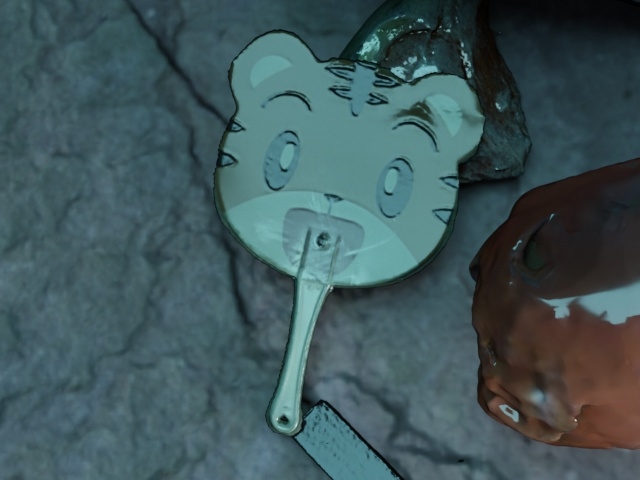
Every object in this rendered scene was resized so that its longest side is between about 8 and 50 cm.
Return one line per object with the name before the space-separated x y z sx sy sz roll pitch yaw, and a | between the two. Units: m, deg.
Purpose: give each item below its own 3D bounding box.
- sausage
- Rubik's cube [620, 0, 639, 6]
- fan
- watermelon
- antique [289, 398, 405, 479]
sausage | 0.209 0.021 0.619 0.279 0.152 0.152 -15 72 4
Rubik's cube | 0.198 -0.337 0.563 0.337 0.343 0.345 12 69 -25
fan | 0.000 0.000 0.694 0.152 0.008 0.227 14 90 7
watermelon | 0.071 -0.092 0.722 0.139 0.071 0.187 34 82 13
antique | 0.057 0.165 0.676 0.031 0.015 0.192 -44 72 -3
